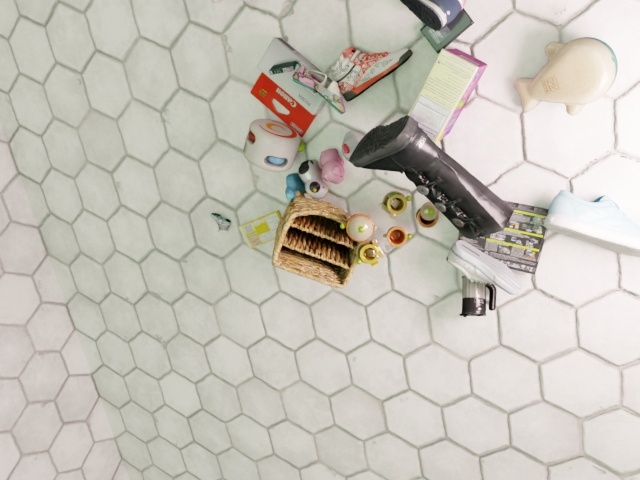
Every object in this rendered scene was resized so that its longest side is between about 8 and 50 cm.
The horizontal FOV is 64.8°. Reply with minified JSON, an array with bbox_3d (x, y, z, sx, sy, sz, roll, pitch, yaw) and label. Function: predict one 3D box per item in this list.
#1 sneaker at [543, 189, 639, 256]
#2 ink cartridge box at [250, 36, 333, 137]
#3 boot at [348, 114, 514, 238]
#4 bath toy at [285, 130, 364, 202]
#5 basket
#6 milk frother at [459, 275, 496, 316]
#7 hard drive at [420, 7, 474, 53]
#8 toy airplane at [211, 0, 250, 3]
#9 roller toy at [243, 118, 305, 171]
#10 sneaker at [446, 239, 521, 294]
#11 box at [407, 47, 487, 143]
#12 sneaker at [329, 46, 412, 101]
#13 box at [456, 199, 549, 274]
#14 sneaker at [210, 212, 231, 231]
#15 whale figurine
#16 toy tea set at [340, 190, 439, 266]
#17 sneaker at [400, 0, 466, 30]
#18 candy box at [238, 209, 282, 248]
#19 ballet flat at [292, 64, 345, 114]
[{"bbox_3d":[0.867,-0.057,1.497,0.366,0.135,0.150,18,87,2],"label":"sneaker"},{"bbox_3d":[-0.113,-0.541,1.801,0.275,0.060,0.239,41,119,5],"label":"ink cartridge box"},{"bbox_3d":[0.335,-0.180,1.589,0.445,0.367,0.146,35,83,-18],"label":"boot"},{"bbox_3d":[0.023,-0.254,1.808,0.348,0.129,0.151,-32,94,30],"label":"bath toy"},{"bbox_3d":[0.000,0.000,1.802,0.300,0.223,0.213,22,123,-14],"label":"basket"},{"bbox_3d":[0.531,0.200,1.773,0.143,0.129,0.134,-16,65,57],"label":"milk frother"},{"bbox_3d":[0.387,-0.656,1.544,0.135,0.022,0.094,-36,92,31],"label":"hard drive"},{"bbox_3d":[-0.315,-0.959,1.607,0.386,0.272,0.384,-21,100,29],"label":"toy airplane"},{"bbox_3d":[-0.181,-0.341,1.830,0.210,0.191,0.146,29,120,12],"label":"roller toy"},{"bbox_3d":[0.538,0.101,1.670,0.258,0.094,0.091,38,132,16],"label":"sneaker"},{"bbox_3d":[0.378,-0.439,1.520,0.117,0.213,0.242,33,119,11],"label":"box"},{"bbox_3d":[0.154,-0.583,1.641,0.270,0.090,0.144,-28,99,33],"label":"sneaker"},{"bbox_3d":[0.599,-0.022,1.670,0.270,0.060,0.216,13,114,20],"label":"box"},{"bbox_3d":[-0.431,-0.071,2.140,0.098,0.038,0.069,28,118,13],"label":"sneaker"},{"bbox_3d":[0.697,-0.463,1.432,0.272,0.141,0.216,-15,103,54],"label":"whale figurine"},{"bbox_3d":[0.240,-0.052,1.713,0.336,0.124,0.200,-32,100,4],"label":"toy tea set"},{"bbox_3d":[0.299,-0.772,1.506,0.131,0.112,0.319,-39,79,-1],"label":"sneaker"},{"bbox_3d":[-0.233,-0.043,2.066,0.206,0.027,0.105,-19,103,30],"label":"candy box"},{"bbox_3d":[0.007,-0.514,1.686,0.222,0.077,0.079,37,104,8],"label":"ballet flat"}]
